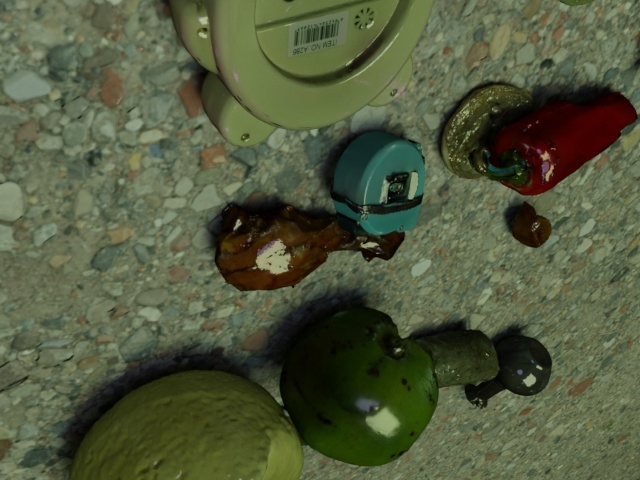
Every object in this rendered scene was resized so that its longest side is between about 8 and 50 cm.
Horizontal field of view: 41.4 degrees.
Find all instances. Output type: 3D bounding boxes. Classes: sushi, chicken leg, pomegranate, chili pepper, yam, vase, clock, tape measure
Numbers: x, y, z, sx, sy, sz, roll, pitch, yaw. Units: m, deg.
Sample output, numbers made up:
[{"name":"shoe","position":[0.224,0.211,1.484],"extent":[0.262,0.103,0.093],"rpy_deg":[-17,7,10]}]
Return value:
[{"name":"sushi","position":[0.336,-0.020,1.367],"extent":[0.052,0.055,0.120],"rpy_deg":[-53,151,3]},{"name":"chicken leg","position":[0.000,0.000,1.103],"extent":[0.304,0.093,0.113],"rpy_deg":[-8,121,-38]},{"name":"pomegranate","position":[0.040,0.234,1.273],"extent":[0.235,0.236,0.302],"rpy_deg":[-9,154,-32]},{"name":"chili pepper","position":[0.335,-0.141,1.183],"extent":[0.387,0.110,0.110],"rpy_deg":[-28,143,-35]},{"name":"yam","position":[0.223,0.208,1.475],"extent":[0.183,0.107,0.107],"rpy_deg":[-5,131,-33]},{"name":"vase","position":[0.355,0.262,1.631],"extent":[0.120,0.120,0.183],"rpy_deg":[8,137,-43]},{"name":"clock","position":[-0.008,-0.249,0.821],"extent":[0.284,0.114,0.309],"rpy_deg":[-21,141,-22]},{"name":"tape measure","position":[0.076,-0.073,1.074],"extent":[0.146,0.081,0.125],"rpy_deg":[-11,117,-44]}]

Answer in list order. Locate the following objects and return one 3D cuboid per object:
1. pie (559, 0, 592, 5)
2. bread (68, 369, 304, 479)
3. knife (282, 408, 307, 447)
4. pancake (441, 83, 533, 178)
[{"name":"pie","position":[0.336,-0.368,1.020],"extent":[0.186,0.041,0.187],"rpy_deg":[-21,140,-19]},{"name":"bread","position":[-0.185,0.327,1.177],"extent":[0.320,0.237,0.320],"rpy_deg":[-33,156,-17]},{"name":"knife","position":[-0.016,0.343,1.480],"extent":[0.061,0.027,0.343],"rpy_deg":[-40,142,10]},{"name":"pancake","position":[0.229,-0.151,1.170],"extent":[0.158,0.028,0.158],"rpy_deg":[-23,138,-22]}]
